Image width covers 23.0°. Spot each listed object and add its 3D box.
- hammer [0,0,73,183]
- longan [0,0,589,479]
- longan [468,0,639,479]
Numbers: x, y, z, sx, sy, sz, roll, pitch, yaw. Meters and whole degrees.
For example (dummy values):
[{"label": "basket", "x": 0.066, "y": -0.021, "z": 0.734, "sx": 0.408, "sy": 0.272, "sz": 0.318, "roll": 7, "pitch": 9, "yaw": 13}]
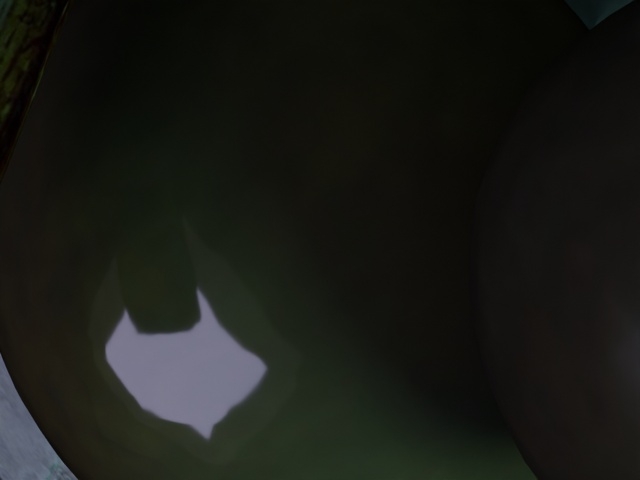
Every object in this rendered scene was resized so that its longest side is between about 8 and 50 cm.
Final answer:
[{"label": "hammer", "x": -0.082, "y": -0.092, "z": 0.460, "sx": 0.095, "sy": 0.409, "sz": 0.242, "roll": 31, "pitch": 154, "yaw": -30}, {"label": "longan", "x": 0.000, "y": 0.000, "z": 0.576, "sx": 0.258, "sy": 0.258, "sz": 0.258, "roll": 31, "pitch": 144, "yaw": 27}, {"label": "longan", "x": 0.162, "y": 0.004, "z": 0.397, "sx": 0.248, "sy": 0.248, "sz": 0.248, "roll": 31, "pitch": 144, "yaw": 27}]
